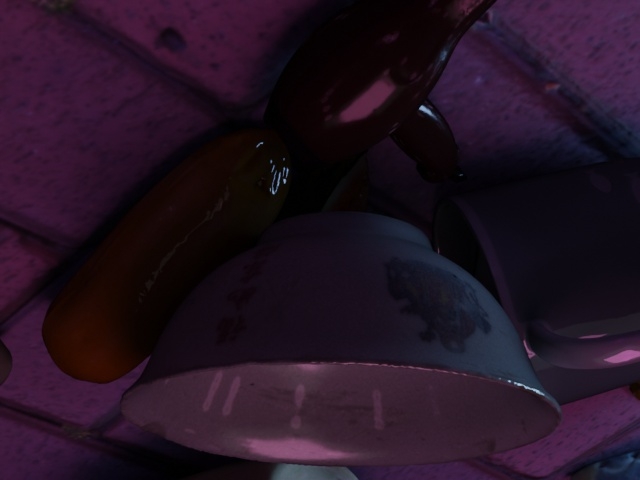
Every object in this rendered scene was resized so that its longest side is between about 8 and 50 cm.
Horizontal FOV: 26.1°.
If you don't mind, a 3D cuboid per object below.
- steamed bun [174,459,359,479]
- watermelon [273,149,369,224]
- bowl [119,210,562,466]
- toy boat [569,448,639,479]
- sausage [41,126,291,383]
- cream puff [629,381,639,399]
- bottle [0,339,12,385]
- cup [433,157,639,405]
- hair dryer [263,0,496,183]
[{"bbox_3d":[-0.094,0.453,1.865,0.371,0.290,0.456,-15,146,21],"label":"steamed bun"},{"bbox_3d":[-0.002,-0.004,1.547,0.119,0.063,0.245,-21,141,-27],"label":"watermelon"},{"bbox_3d":[0.021,0.091,1.399,0.434,0.196,0.435,1,159,0],"label":"bowl"},{"bbox_3d":[0.563,0.390,2.230,0.329,0.123,0.215,-11,134,8],"label":"toy boat"},{"bbox_3d":[-0.157,0.014,1.460,0.134,0.116,0.354,27,120,-33],"label":"sausage"},{"bbox_3d":[0.485,0.203,1.995,0.083,0.083,0.058,-16,-172,-20],"label":"cream puff"},{"bbox_3d":[-0.400,0.087,1.477,0.072,0.072,0.201,-19,142,0],"label":"bottle"},{"bbox_3d":[0.308,0.055,1.515,0.274,0.356,0.259,-15,106,-10],"label":"cup"},{"bbox_3d":[0.125,-0.156,1.400,0.312,0.123,0.340,-38,150,8],"label":"hair dryer"}]
